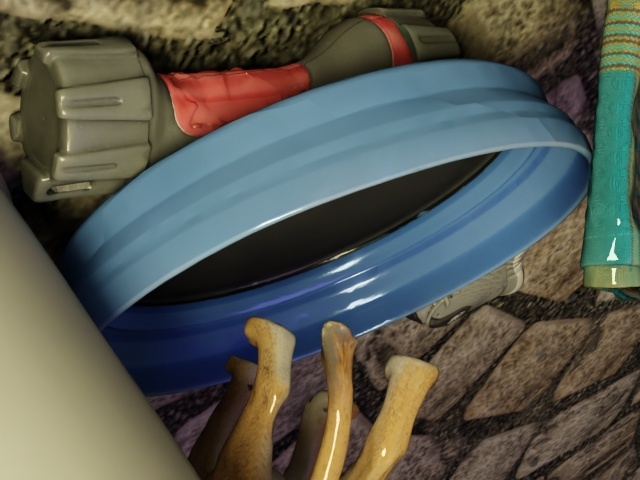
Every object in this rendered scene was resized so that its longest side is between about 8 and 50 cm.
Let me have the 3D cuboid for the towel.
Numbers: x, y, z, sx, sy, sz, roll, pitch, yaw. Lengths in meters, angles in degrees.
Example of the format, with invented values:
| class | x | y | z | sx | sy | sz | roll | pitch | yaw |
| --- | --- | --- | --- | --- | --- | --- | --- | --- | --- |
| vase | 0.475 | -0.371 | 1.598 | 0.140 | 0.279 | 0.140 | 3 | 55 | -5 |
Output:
| class | x | y | z | sx | sy | sz | roll | pitch | yaw |
| --- | --- | --- | --- | --- | --- | --- | --- | --- | --- |
| towel | 0.234 | -0.142 | 0.827 | 0.271 | 0.040 | 0.370 | 12 | 83 | -69 |

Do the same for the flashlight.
| class | x | y | z | sx | sy | sz | roll | pitch | yaw |
| --- | --- | --- | --- | --- | --- | --- | --- | --- | --- |
| flashlight | -0.045 | -0.099 | 0.763 | 0.304 | 0.103 | 0.103 | -8 | 163 | -37 |

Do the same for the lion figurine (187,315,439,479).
| class | x | y | z | sx | sy | sz | roll | pitch | yaw |
| --- | --- | --- | --- | --- | --- | --- | --- | --- | --- |
| lion figurine | -0.046 | 0.189 | 0.746 | 0.392 | 0.142 | 0.240 | 101 | 11 | -73 |

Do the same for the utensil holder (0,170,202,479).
| class | x | y | z | sx | sy | sz | roll | pitch | yaw |
| --- | --- | --- | --- | --- | --- | --- | --- | --- | --- |
| utensil holder | -0.226 | 0.147 | 0.578 | 0.327 | 0.385 | 0.328 | -29 | 147 | -22 |

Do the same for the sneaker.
| class | x | y | z | sx | sy | sz | roll | pitch | yaw |
| --- | --- | --- | --- | --- | --- | --- | --- | --- | --- |
| sneaker | 0.128 | 0.022 | 1.115 | 0.132 | 0.086 | 0.229 | -35 | 149 | -8 |

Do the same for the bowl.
| class | x | y | z | sx | sy | sz | roll | pitch | yaw |
| --- | --- | --- | --- | --- | --- | --- | --- | --- | --- |
| bowl | 0.000 | 0.000 | 0.823 | 0.391 | 0.077 | 0.391 | -21 | 164 | -6 |
